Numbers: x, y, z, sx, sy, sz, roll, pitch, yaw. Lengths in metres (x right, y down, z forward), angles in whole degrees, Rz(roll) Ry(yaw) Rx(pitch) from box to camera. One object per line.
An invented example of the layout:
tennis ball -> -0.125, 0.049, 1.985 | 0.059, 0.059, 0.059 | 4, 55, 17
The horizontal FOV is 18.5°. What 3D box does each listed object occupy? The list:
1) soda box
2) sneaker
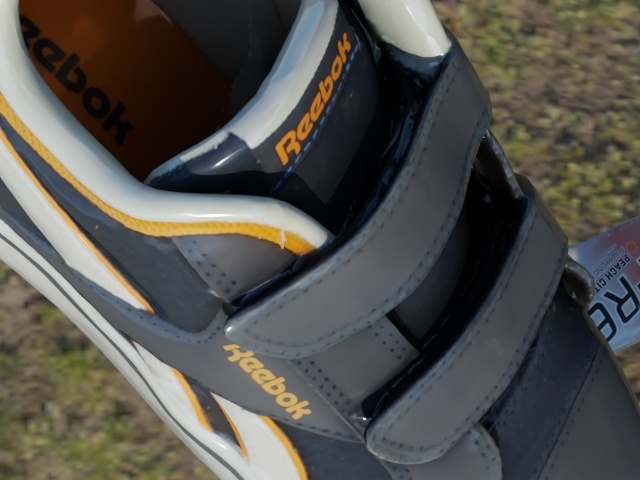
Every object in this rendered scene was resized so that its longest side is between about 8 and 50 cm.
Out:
soda box -> 0.121, 0.039, 1.006 | 0.183, 0.063, 0.058 | -26, 83, 1
sneaker -> 0.000, 0.000, 0.582 | 0.127, 0.321, 0.126 | -23, 37, 53
